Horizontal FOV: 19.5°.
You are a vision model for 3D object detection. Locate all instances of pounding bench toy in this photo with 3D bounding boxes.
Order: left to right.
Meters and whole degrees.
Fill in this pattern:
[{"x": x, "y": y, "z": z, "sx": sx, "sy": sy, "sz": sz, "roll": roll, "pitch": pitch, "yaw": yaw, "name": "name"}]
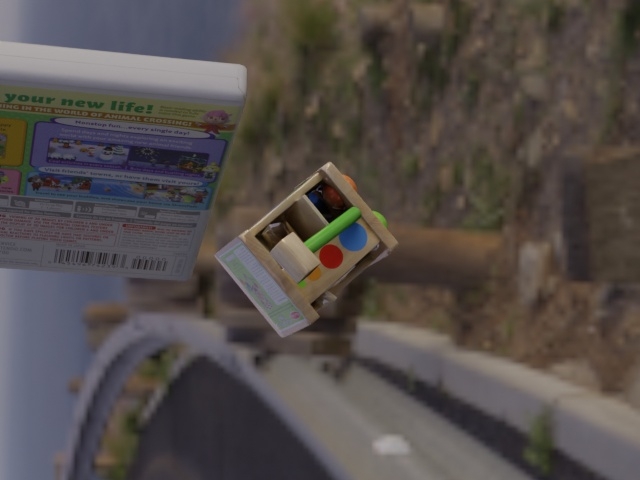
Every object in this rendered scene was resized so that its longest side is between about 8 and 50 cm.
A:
[{"x": 0.000, "y": 0.000, "z": 0.858, "sx": 0.052, "sy": 0.065, "sz": 0.083, "roll": 51, "pitch": 161, "yaw": -2, "name": "pounding bench toy"}]

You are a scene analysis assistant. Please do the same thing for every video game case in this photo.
[{"x": -0.157, "y": -0.040, "z": 0.966, "sx": 0.193, "sy": 0.212, "sz": 0.023, "roll": 113, "pitch": 159, "yaw": -58, "name": "video game case"}]
